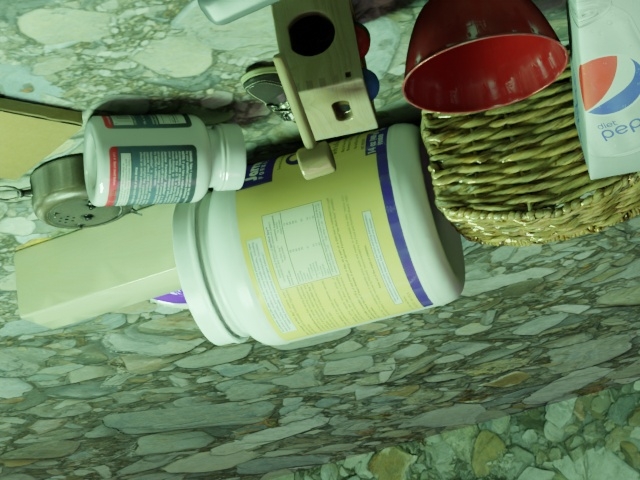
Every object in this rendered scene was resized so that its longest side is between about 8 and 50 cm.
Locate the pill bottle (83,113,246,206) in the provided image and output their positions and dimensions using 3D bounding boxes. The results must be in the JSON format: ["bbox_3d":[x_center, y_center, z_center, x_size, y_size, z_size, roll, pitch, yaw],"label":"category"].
[{"bbox_3d":[-0.185,-0.096,1.790,0.180,0.108,0.108,-2,159,-18],"label":"pill bottle"}]

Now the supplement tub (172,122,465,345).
[{"bbox_3d":[0.000,0.000,1.944,0.331,0.241,0.241,-14,159,13],"label":"supplement tub"}]

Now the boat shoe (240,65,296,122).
[{"bbox_3d":[-0.031,-0.164,1.762,0.056,0.049,0.152,-25,155,37],"label":"boat shoe"}]

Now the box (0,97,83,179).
[{"bbox_3d":[-0.403,-0.122,1.746,0.201,0.021,0.164,8,154,-40],"label":"box"}]

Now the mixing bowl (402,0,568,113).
[{"bbox_3d":[0.170,-0.220,1.633,0.181,0.098,0.181,-8,159,-3],"label":"mixing bowl"}]

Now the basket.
[{"bbox_3d":[0.297,-0.094,1.865,0.299,0.213,0.223,-15,159,14],"label":"basket"}]

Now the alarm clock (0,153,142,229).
[{"bbox_3d":[-0.321,-0.058,1.907,0.192,0.064,0.129,0,158,-17],"label":"alarm clock"}]

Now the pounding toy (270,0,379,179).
[{"bbox_3d":[0.011,-0.164,1.554,0.094,0.206,0.181,-12,160,5],"label":"pounding toy"}]

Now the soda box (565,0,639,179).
[{"bbox_3d":[0.314,-0.201,1.601,0.091,0.098,0.286,-10,136,5],"label":"soda box"}]

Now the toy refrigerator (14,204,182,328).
[{"bbox_3d":[-0.289,0.036,2.110,0.269,0.102,0.094,-18,158,20],"label":"toy refrigerator"}]

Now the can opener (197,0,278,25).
[{"bbox_3d":[-0.005,-0.299,1.417,0.283,0.076,0.095,-20,125,27],"label":"can opener"}]

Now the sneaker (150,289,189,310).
[{"bbox_3d":[-0.125,0.014,2.150,0.293,0.102,0.146,-6,146,1],"label":"sneaker"}]

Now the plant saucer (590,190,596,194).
[{"bbox_3d":[0.472,-0.099,2.192,0.198,0.036,0.198,-8,160,-3],"label":"plant saucer"}]
